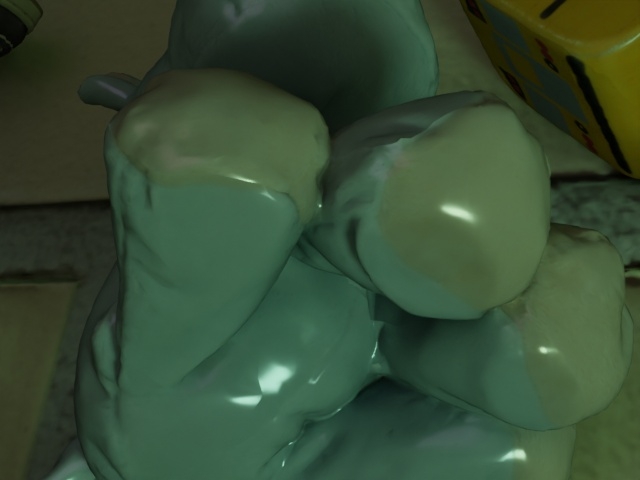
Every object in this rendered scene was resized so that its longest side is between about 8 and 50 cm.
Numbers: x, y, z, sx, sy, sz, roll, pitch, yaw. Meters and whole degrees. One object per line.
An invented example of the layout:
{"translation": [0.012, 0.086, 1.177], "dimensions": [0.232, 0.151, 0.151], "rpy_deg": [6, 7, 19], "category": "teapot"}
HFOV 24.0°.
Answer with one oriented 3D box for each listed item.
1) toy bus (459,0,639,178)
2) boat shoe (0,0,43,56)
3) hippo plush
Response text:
{"translation": [0.228, -0.179, 0.686], "dimensions": [0.332, 0.108, 0.130], "rpy_deg": [-44, 50, -4], "category": "toy bus"}
{"translation": [-0.289, -0.120, 0.916], "dimensions": [0.285, 0.103, 0.092], "rpy_deg": [5, 68, 33], "category": "boat shoe"}
{"translation": [0.000, 0.000, 0.663], "dimensions": [0.237, 0.234, 0.294], "rpy_deg": [-86, 21, -50], "category": "hippo plush"}
